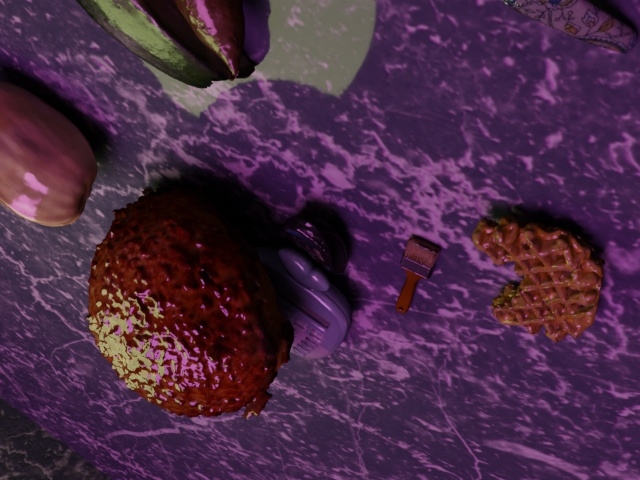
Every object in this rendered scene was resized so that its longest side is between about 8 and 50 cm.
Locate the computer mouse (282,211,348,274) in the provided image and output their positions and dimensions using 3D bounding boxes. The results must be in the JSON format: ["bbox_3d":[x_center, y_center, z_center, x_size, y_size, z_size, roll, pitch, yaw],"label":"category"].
[{"bbox_3d":[0.000,0.000,1.180,0.079,0.047,0.135,31,163,29],"label":"computer mouse"}]

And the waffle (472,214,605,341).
[{"bbox_3d":[0.245,0.043,1.042,0.149,0.051,0.194,18,149,20],"label":"waffle"}]

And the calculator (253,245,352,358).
[{"bbox_3d":[-0.040,0.088,1.311,0.184,0.042,0.295,35,153,6],"label":"calculator"}]

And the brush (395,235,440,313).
[{"bbox_3d":[0.118,0.051,1.183,0.043,0.014,0.170,26,147,10],"label":"brush"}]

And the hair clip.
[{"bbox_3d":[0.173,-0.225,0.767,0.229,0.036,0.066,37,152,-8],"label":"hair clip"}]

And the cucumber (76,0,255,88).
[{"bbox_3d":[-0.209,-0.268,0.956,0.145,0.105,0.325,-9,132,43],"label":"cucumber"}]

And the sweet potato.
[{"bbox_3d":[-0.134,-0.289,0.898,0.075,0.075,0.269,-12,115,46],"label":"sweet potato"}]

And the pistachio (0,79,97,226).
[{"bbox_3d":[-0.406,-0.119,1.252,0.229,0.157,0.157,45,146,1],"label":"pistachio"}]

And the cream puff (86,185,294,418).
[{"bbox_3d":[-0.190,0.101,1.232,0.350,0.229,0.350,42,153,28],"label":"cream puff"}]
